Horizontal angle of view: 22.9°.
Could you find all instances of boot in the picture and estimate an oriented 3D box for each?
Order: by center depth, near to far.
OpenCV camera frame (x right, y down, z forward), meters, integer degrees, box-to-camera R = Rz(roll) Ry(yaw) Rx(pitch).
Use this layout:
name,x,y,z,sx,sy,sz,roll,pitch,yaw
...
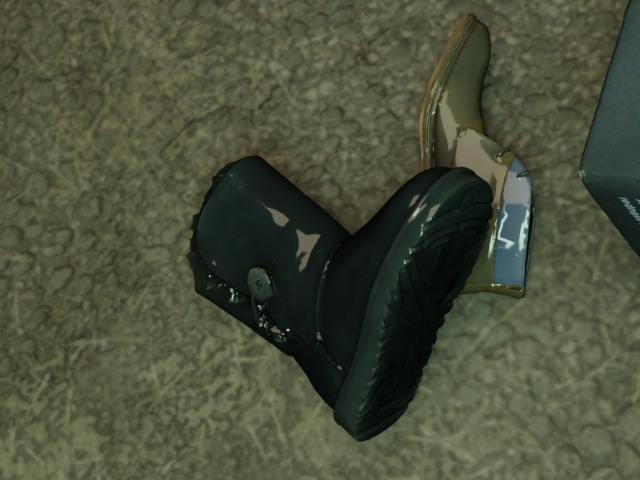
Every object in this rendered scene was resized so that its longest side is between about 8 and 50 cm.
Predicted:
name,x,y,z,sx,sy,sz,roll,pitch,yaw
boot,0.000,0.000,1.135,0.094,0.246,0.207,-25,56,-39
boot,0.125,-0.059,1.193,0.106,0.082,0.219,13,83,13

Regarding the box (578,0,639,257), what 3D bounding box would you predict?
name,x,y,z,sx,sy,sz,roll,pitch,yaw
box,0.471,-0.167,0.940,0.472,0.297,0.479,8,71,33
